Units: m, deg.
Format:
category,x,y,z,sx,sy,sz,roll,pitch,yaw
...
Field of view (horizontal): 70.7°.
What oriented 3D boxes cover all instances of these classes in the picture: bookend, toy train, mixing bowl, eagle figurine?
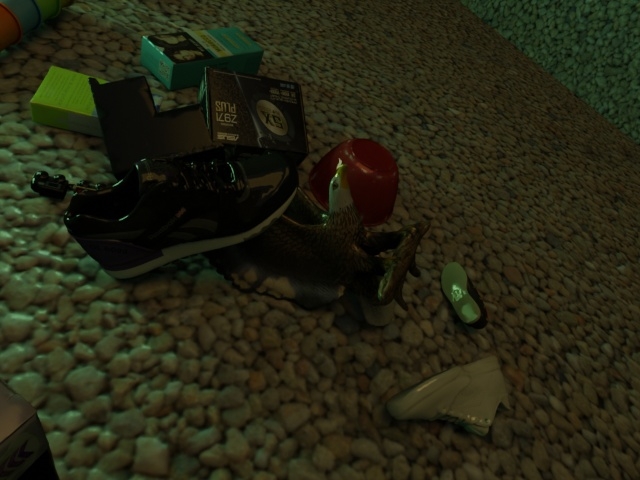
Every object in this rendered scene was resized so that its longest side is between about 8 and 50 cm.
category,x,y,z,sx,sy,sz,roll,pitch,yaw
bookend,-0.242,-0.174,0.678,0.156,0.072,0.158,-18,78,-13
toy train,-0.320,-0.064,0.637,0.158,0.027,0.036,12,50,-18
mixing bowl,0.078,-0.126,0.850,0.181,0.098,0.182,14,46,-15
eagle figurine,0.002,-0.011,0.676,0.297,0.226,0.226,12,-7,24

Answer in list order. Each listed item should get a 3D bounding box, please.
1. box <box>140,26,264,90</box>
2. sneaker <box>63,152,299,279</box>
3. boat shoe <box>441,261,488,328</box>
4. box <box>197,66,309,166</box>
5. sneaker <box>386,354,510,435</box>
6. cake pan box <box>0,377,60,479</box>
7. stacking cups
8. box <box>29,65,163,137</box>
category,x,y,z,sx,sy,sz,roll,pitch,yaw
box,-0.242,-0.389,0.950,0.100,0.060,0.244,43,45,14
sneaker,-0.160,-0.051,0.550,0.283,0.124,0.107,-25,57,-7
boat shoe,0.246,0.094,0.778,0.042,0.048,0.133,35,28,-36
box,-0.122,-0.212,0.807,0.179,0.077,0.148,2,71,-26
sneaker,0.187,0.222,0.611,0.212,0.080,0.094,-5,65,-32
cake pan box,-0.304,0.113,0.328,0.266,0.246,0.070,37,48,6
stacking cups,-0.536,-0.389,0.786,0.095,0.096,0.317,17,49,-13
box,-0.362,-0.220,0.747,0.178,0.042,0.109,11,47,-19
